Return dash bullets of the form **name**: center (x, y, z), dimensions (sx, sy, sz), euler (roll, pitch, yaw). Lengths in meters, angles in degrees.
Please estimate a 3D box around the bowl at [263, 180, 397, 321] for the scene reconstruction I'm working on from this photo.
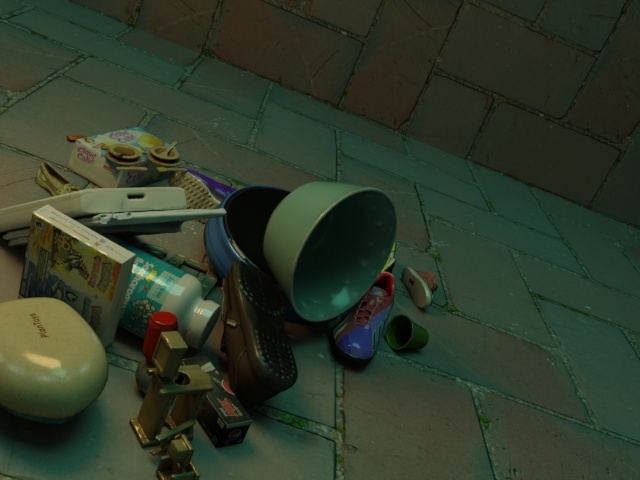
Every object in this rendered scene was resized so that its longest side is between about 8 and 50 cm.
- **bowl**: center (0.000, 0.000, 1.577), dimensions (0.163, 0.311, 0.311), euler (32, 24, 35)

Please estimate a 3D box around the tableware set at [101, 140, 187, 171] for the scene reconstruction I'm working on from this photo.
- **tableware set**: center (-0.436, -0.218, 1.861), dimensions (0.194, 0.039, 0.128), euler (-3, 34, -37)

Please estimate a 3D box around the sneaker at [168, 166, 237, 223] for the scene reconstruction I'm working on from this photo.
- **sneaker**: center (-0.258, -0.099, 1.955), dimensions (0.293, 0.102, 0.146), euler (33, 24, 3)

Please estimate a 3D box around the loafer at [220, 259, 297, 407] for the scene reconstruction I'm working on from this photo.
- **loafer**: center (-0.146, 0.170, 1.422), dimensions (0.134, 0.130, 0.366), euler (37, 19, -26)

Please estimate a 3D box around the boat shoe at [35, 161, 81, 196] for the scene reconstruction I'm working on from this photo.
- **boat shoe**: center (-0.604, -0.130, 1.747), dimensions (0.153, 0.048, 0.056), euler (34, 25, 23)

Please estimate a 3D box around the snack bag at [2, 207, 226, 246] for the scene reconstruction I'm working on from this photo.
- **snack bag**: center (-0.401, -0.026, 1.499), dimensions (0.343, 0.037, 0.323), euler (-7, -1, 38)

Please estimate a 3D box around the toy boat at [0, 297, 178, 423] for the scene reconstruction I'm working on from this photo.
- **toy boat**: center (-0.376, 0.196, 1.183), dimensions (0.318, 0.148, 0.267), euler (-2, 28, -32)

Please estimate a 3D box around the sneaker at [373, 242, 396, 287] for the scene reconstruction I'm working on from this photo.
- **sneaker**: center (0.129, 0.064, 1.978), dimensions (0.121, 0.111, 0.300), euler (17, 15, 1)

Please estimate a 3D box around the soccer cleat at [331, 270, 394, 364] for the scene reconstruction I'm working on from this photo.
- **soccer cleat**: center (0.106, 0.169, 1.694), dimensions (0.109, 0.116, 0.318), euler (26, 23, 6)

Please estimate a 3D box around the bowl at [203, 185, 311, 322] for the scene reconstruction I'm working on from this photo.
- **bowl**: center (-0.082, 0.018, 1.773), dimensions (0.391, 0.077, 0.391), euler (22, 36, -17)

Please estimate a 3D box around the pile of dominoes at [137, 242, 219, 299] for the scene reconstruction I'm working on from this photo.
- **pile of dominoes**: center (-0.330, 0.082, 1.601), dimensions (0.196, 0.040, 0.251), euler (23, 15, -1)

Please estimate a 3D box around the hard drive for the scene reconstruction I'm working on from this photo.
- **hard drive**: center (-0.468, -0.060, 1.471), dimensions (0.353, 0.047, 0.233), euler (-7, 0, 40)

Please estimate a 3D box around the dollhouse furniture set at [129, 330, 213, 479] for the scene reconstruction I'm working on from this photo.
- **dollhouse furniture set**: center (-0.193, 0.258, 1.139), dimensions (0.101, 0.182, 0.161), euler (3, 30, -40)

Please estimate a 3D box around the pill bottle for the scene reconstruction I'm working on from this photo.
- **pill bottle**: center (-0.322, 0.104, 1.391), dimensions (0.264, 0.146, 0.146), euler (25, 23, 5)

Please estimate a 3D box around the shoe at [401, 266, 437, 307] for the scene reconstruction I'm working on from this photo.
- **shoe**: center (0.286, 0.128, 2.018), dimensions (0.081, 0.063, 0.178), euler (10, 22, -19)

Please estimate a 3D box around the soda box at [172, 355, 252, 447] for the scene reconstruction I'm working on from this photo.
- **soda box**: center (-0.187, 0.272, 1.277), dimensions (0.060, 0.053, 0.169), euler (0, 33, -43)

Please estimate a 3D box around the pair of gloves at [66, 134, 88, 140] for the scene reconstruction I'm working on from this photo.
- **pair of gloves**: center (-0.646, -0.266, 2.049), dimensions (0.083, 0.010, 0.074), euler (37, 25, 21)

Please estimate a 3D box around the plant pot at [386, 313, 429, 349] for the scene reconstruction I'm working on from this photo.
- **plant pot**: center (0.209, 0.222, 1.746), dimensions (0.079, 0.083, 0.083), euler (22, 19, -39)

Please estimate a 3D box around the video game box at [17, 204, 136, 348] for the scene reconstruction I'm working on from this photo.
- **video game box**: center (-0.427, 0.069, 1.296), dimensions (0.187, 0.205, 0.048), euler (27, 30, 8)

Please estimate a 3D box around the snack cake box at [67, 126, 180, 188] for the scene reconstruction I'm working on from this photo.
- **snack cake box**: center (-0.512, -0.215, 1.968), dimensions (0.152, 0.089, 0.264), euler (30, 24, 12)
